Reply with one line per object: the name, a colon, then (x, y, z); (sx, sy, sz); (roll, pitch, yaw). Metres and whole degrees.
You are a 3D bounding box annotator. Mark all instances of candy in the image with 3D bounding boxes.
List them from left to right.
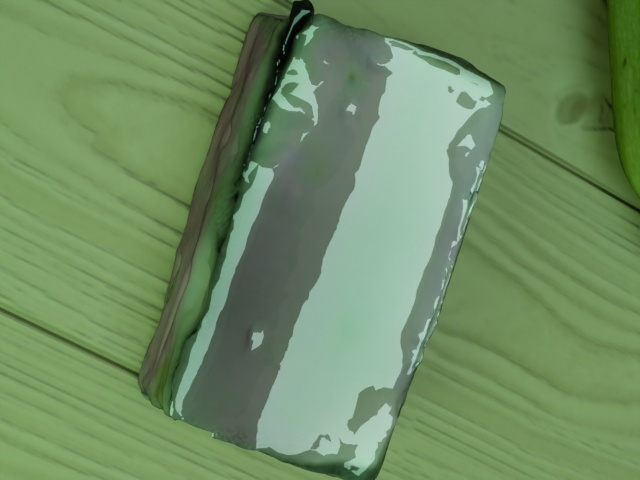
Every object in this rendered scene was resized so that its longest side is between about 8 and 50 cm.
candy: (0.000, 0.000, 0.901); (0.155, 0.116, 0.265); (17, 90, -18)

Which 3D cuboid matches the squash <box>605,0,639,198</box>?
squash: (0.237, -0.107, 0.958); (0.137, 0.137, 0.288); (2, 97, -17)
